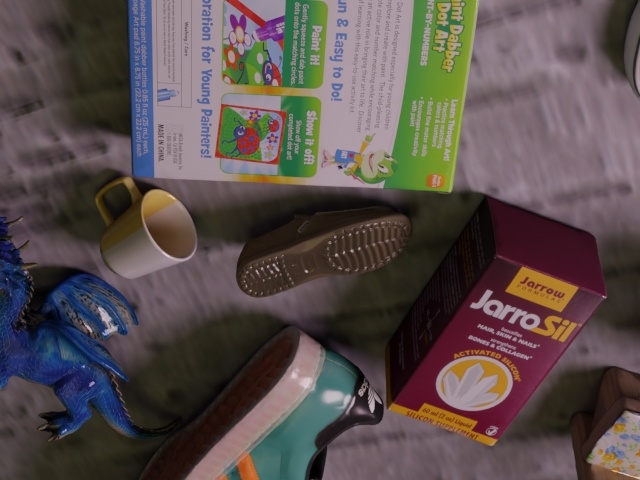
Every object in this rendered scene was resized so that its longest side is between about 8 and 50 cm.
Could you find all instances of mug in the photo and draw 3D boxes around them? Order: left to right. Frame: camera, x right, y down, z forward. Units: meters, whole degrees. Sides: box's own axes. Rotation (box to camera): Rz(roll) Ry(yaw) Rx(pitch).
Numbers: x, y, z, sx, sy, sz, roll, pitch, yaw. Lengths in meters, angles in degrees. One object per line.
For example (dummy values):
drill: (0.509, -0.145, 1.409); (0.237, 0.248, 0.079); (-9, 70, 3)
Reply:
mug: (-0.144, -0.007, 1.157); (0.064, 0.078, 0.062); (-29, 156, 32)

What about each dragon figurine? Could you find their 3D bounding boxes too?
dragon figurine: (-0.206, 0.087, 1.204); (0.289, 0.085, 0.144); (34, 121, -23)

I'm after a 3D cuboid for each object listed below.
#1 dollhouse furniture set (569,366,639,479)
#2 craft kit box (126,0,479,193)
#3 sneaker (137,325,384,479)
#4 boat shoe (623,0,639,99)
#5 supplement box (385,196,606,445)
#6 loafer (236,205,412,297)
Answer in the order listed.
dollhouse furniture set: (0.461, 0.171, 1.152); (0.394, 0.256, 0.362); (19, 126, -14)
craft kit box: (-0.014, -0.152, 1.034); (0.247, 0.061, 0.249); (5, 128, 0)
sneaker: (-0.067, 0.208, 1.283); (0.121, 0.108, 0.302); (35, 120, -19)
boat shoe: (0.296, -0.182, 0.985); (0.095, 0.084, 0.258); (18, 126, -13)
supplement box: (0.140, 0.069, 1.187); (0.104, 0.080, 0.188); (20, 125, -14)
loafer: (0.000, 0.000, 1.158); (0.148, 0.050, 0.056); (-14, 132, -8)
